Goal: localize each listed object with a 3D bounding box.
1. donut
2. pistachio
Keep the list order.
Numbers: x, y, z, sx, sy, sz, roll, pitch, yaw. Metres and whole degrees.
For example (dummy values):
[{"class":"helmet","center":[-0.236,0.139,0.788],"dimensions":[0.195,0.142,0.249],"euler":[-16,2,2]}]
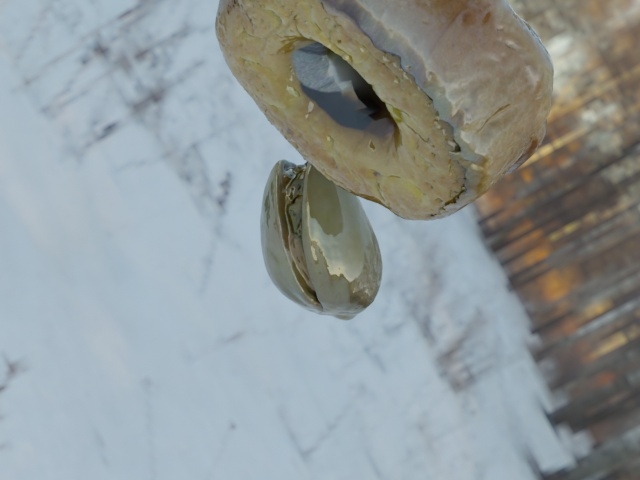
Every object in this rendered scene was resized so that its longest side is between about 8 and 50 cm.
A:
[{"class":"donut","center":[0.053,-0.168,1.545],"dimensions":[0.317,0.150,0.299],"euler":[27,-34,28]},{"class":"pistachio","center":[0.000,0.000,1.781],"dimensions":[0.124,0.124,0.184],"euler":[-84,163,-77]}]
